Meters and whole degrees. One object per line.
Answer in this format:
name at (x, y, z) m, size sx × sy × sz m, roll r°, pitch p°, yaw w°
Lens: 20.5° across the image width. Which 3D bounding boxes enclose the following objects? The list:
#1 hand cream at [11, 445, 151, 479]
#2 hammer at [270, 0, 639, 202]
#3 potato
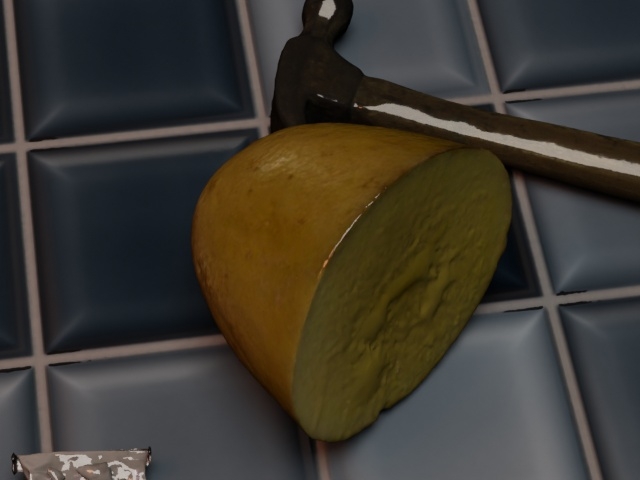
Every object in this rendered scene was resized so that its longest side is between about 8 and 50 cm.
hand cream at (-0.136, 0.232, 0.997) m, size 0.084 × 0.050 × 0.257 m, roll -1°, pitch 52°, yaw -6°
hammer at (0.180, -0.060, 1.198) m, size 0.440 × 0.044 × 0.168 m, roll 13°, pitch 57°, yaw 5°
potato at (0.000, 0.000, 1.093) m, size 0.158 × 0.178 × 0.203 m, roll 33°, pitch 86°, yaw 33°
